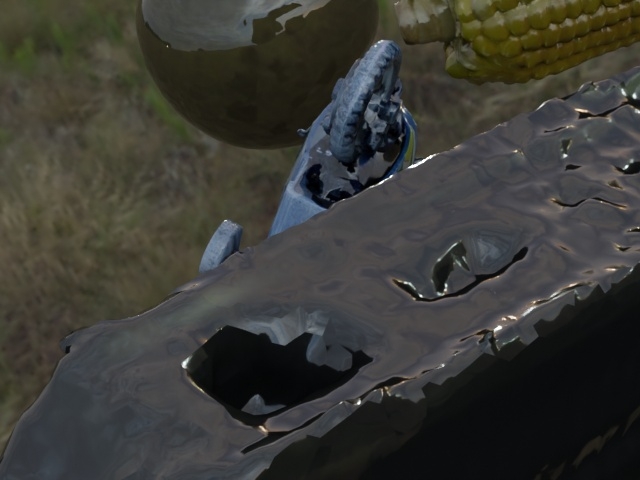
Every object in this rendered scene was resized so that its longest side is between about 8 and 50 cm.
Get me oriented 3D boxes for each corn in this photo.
[{"bbox_3d":[0.164,-0.152,0.751,0.261,0.097,0.097,-18,32,-5],"label":"corn"}]

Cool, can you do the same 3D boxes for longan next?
[{"bbox_3d":[-0.055,-0.201,1.362,0.248,0.248,0.248,-16,33,11],"label":"longan"}]

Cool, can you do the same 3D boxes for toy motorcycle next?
[{"bbox_3d":[0.000,0.000,0.798,0.092,0.254,0.135,25,21,8],"label":"toy motorcycle"}]

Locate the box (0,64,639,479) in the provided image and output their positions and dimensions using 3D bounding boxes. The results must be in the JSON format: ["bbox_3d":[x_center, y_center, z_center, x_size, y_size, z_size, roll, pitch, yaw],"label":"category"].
[{"bbox_3d":[0.049,0.129,0.486,0.359,0.350,0.091,-25,43,-38],"label":"box"}]
